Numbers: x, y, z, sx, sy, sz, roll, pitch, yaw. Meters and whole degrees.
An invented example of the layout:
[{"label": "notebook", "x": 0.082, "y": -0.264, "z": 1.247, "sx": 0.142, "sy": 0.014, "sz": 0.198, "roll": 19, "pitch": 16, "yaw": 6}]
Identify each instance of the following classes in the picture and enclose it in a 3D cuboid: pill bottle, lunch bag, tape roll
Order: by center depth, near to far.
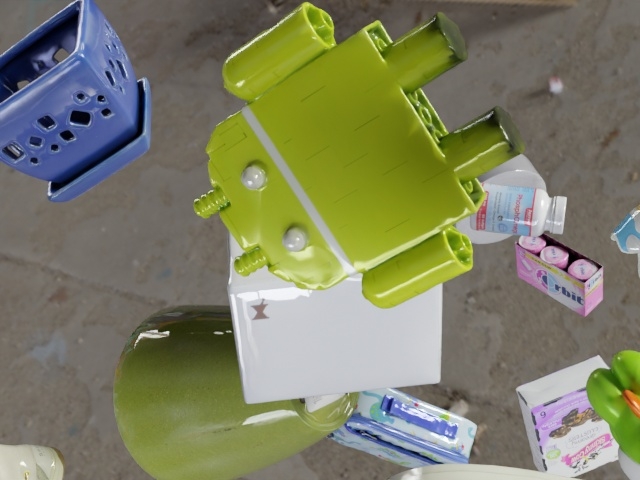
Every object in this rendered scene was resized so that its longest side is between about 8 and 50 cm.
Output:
[{"label": "lunch bag", "x": 0.119, "y": 0.289, "z": 1.478, "sx": 0.176, "sy": 0.219, "sz": 0.090, "roll": -36, "pitch": 34, "yaw": 63}, {"label": "pill bottle", "x": 0.349, "y": -0.052, "z": 1.685, "sx": 0.160, "sy": 0.087, "sz": 0.087, "roll": 6, "pitch": 61, "yaw": 15}, {"label": "tape roll", "x": 0.387, "y": -0.094, "z": 2.119, "sx": 0.219, "sy": 0.219, "sz": 0.072, "roll": -31, "pitch": 49, "yaw": 7}]

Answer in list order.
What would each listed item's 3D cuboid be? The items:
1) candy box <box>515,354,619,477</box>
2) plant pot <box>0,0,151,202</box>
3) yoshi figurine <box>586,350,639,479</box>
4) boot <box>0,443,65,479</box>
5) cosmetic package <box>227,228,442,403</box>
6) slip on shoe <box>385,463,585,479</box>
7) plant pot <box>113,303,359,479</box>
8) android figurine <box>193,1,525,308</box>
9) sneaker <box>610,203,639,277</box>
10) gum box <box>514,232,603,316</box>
[{"label": "candy box", "x": 0.456, "y": 0.326, "z": 1.718, "sx": 0.165, "sy": 0.196, "sz": 0.070, "roll": -21, "pitch": 29, "yaw": -3}, {"label": "plant pot", "x": -0.402, "y": -0.215, "z": 1.540, "sx": 0.236, "sy": 0.212, "sz": 0.236, "roll": -30, "pitch": 36, "yaw": 13}, {"label": "yoshi figurine", "x": 0.440, "y": 0.275, "z": 1.058, "sx": 0.204, "sy": 0.203, "sz": 0.362, "roll": -30, "pitch": 75, "yaw": -20}, {"label": "boot", "x": -0.399, "y": 0.331, "z": 1.100, "sx": 0.077, "sy": 0.165, "sz": 0.213, "roll": 8, "pitch": 75, "yaw": 37}, {"label": "cosmetic package", "x": 0.000, "y": 0.000, "z": 1.219, "sx": 0.230, "sy": 0.161, "sz": 0.453, "roll": -5, "pitch": 28, "yaw": -3}, {"label": "slip on shoe", "x": 0.190, "y": 0.197, "z": 0.527, "sx": 0.331, "sy": 0.123, "sz": 0.101, "roll": 9, "pitch": 58, "yaw": -11}, {"label": "plant pot", "x": -0.095, "y": 0.208, "z": 1.340, "sx": 0.294, "sy": 0.275, "sz": 0.274, "roll": -14, "pitch": 50, "yaw": 45}, {"label": "android figurine", "x": 0.016, "y": -0.060, "z": 0.773, "sx": 0.273, "sy": 0.248, "sz": 0.056, "roll": -27, "pitch": 10, "yaw": 27}, {"label": "sneaker", "x": 0.421, "y": 0.042, "z": 1.086, "sx": 0.092, "sy": 0.228, "sz": 0.087, "roll": -37, "pitch": 19, "yaw": 16}, {"label": "gum box", "x": 0.487, "y": 0.061, "z": 1.967, "sx": 0.062, "sy": 0.107, "sz": 0.188, "roll": -39, "pitch": 49, "yaw": -20}]
